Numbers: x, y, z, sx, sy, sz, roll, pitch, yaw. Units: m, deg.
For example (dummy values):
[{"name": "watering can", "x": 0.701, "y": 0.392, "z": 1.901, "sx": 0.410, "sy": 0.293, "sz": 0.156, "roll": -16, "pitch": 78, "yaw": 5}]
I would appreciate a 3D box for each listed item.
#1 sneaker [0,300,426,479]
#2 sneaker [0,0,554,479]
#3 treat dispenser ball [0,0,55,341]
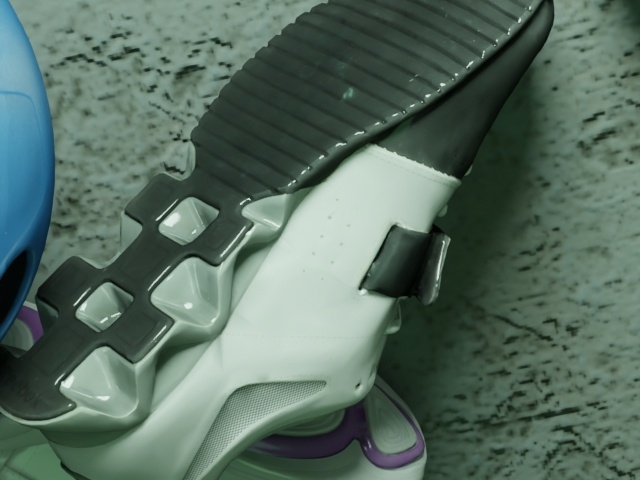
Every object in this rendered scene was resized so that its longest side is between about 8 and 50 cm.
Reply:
[{"name": "sneaker", "x": -0.097, "y": 0.108, "z": 1.039, "sx": 0.305, "sy": 0.114, "sz": 0.152, "roll": 8, "pitch": 136, "yaw": -5}, {"name": "sneaker", "x": 0.000, "y": 0.000, "z": 0.935, "sx": 0.330, "sy": 0.122, "sz": 0.146, "roll": -44, "pitch": 128, "yaw": -7}, {"name": "treat dispenser ball", "x": -0.262, "y": -0.034, "z": 0.846, "sx": 0.288, "sy": 0.288, "sz": 0.288, "roll": 0, "pitch": 117, "yaw": 0}]
